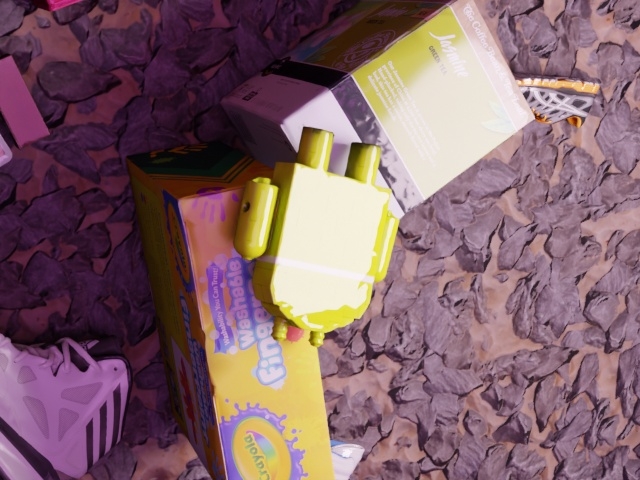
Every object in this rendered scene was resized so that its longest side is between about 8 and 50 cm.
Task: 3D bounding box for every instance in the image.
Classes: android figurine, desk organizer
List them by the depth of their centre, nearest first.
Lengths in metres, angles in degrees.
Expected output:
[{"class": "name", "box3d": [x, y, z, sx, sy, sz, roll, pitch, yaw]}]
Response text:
[{"class": "android figurine", "box3d": [0.000, 0.000, 1.432, 0.248, 0.056, 0.273, 10, 91, -39]}, {"class": "desk organizer", "box3d": [-0.443, -0.201, 1.622, 0.050, 0.047, 0.130, -28, 111, -15]}]

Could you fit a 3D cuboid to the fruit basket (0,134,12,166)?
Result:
[{"class": "fruit basket", "box3d": [-0.632, -0.179, 1.466, 0.327, 0.165, 0.353, -32, 109, -16]}]

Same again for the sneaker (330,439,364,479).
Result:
[{"class": "sneaker", "box3d": [0.009, 0.460, 1.897, 0.236, 0.130, 0.323, -39, 107, -3]}]

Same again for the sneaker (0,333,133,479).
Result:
[{"class": "sneaker", "box3d": [-0.446, 0.169, 1.668, 0.257, 0.169, 0.447, -38, 120, -18]}]

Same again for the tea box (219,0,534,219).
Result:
[{"class": "tea box", "box3d": [0.073, -0.194, 1.658, 0.323, 0.329, 0.220, -36, 112, -10]}]

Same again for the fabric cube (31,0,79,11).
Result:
[{"class": "fabric cube", "box3d": [-0.304, -0.473, 1.495, 0.259, 0.254, 0.258, -24, 109, -14]}]

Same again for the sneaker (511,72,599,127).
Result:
[{"class": "sneaker", "box3d": [0.373, -0.237, 1.894, 0.215, 0.084, 0.083, 2, 107, -22]}]

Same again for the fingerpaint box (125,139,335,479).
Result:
[{"class": "fingerpaint box", "box3d": [-0.135, 0.103, 1.631, 0.163, 0.371, 0.444, -13, 106, -17]}]
